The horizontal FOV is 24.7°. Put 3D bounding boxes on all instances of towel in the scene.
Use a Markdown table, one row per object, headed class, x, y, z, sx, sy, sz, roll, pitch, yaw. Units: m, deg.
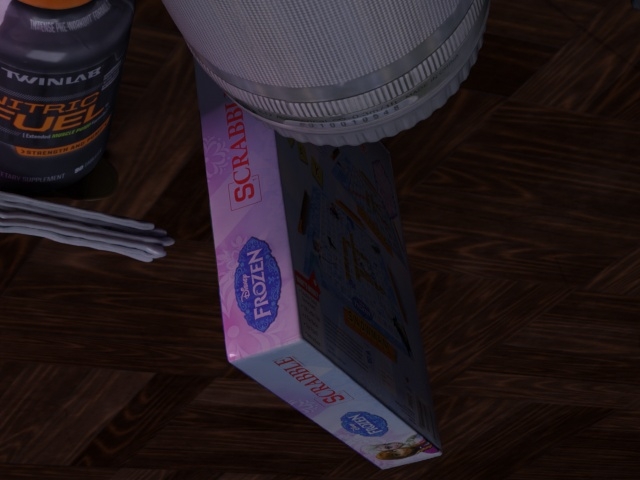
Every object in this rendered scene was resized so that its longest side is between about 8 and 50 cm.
| class | x | y | z | sx | sy | sz | roll | pitch | yaw |
| --- | --- | --- | --- | --- | --- | --- | --- | --- | --- |
| towel | -0.281 | -0.027 | 1.254 | 0.209 | 0.034 | 0.285 | 13 | 178 | -36 |

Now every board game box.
| class | x | y | z | sx | sy | sz | roll | pitch | yaw |
| --- | --- | --- | --- | --- | --- | --- | --- | --- | --- |
| board game box | 0.000 | 0.000 | 1.236 | 0.066 | 0.318 | 0.318 | -17 | 151 | 17 |

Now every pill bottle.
| class | x | y | z | sx | sy | sz | roll | pitch | yaw |
| --- | --- | --- | --- | --- | --- | --- | --- | --- | --- |
| pill bottle | -0.210 | -0.150 | 1.092 | 0.130 | 0.130 | 0.245 | 0 | 151 | -15 |

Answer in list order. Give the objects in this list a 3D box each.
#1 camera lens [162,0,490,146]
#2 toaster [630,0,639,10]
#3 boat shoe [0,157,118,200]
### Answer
| class | x | y | z | sx | sy | sz | roll | pitch | yaw |
| --- | --- | --- | --- | --- | --- | --- | --- | --- | --- |
| camera lens | -0.008 | -0.209 | 0.937 | 0.219 | 0.219 | 0.274 | -13 | 153 | 8 |
| toaster | 0.268 | -0.259 | 1.026 | 0.146 | 0.129 | 0.227 | -17 | 150 | 11 |
| boat shoe | -0.253 | -0.064 | 1.339 | 0.135 | 0.050 | 0.045 | 12 | 172 | -30 |
